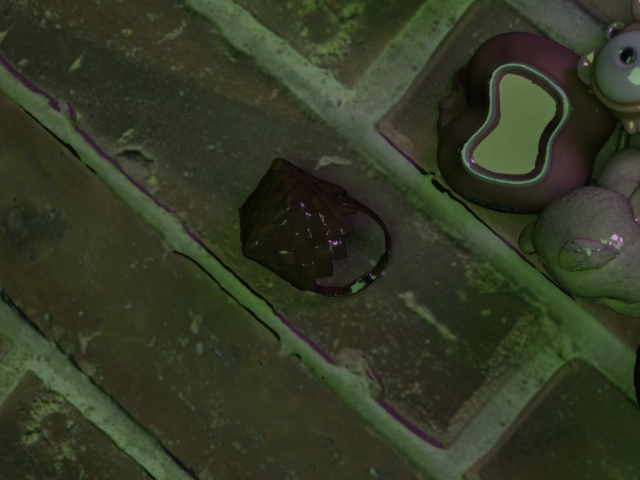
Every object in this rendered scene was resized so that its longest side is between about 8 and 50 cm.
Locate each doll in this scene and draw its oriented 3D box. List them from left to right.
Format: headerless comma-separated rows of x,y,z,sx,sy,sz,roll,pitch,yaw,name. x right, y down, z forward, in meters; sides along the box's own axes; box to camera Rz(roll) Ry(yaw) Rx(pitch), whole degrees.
0.356,-0.020,1.181,0.278,0.175,0.149,-29,97,-7,doll
0.398,-0.152,1.136,0.278,0.119,0.154,29,90,30,doll

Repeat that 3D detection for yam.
0.335,-0.093,1.271,0.014,0.014,0.107,13,99,14,yam

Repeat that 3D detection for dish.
0.219,-0.126,1.259,0.213,0.090,0.213,2,97,15,dish

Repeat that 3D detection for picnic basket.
0.000,0.000,1.317,0.178,0.138,0.128,34,113,-24,picnic basket

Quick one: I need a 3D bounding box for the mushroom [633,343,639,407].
0.430,0.111,1.151,0.253,0.253,0.153,-44,58,15,mushroom
